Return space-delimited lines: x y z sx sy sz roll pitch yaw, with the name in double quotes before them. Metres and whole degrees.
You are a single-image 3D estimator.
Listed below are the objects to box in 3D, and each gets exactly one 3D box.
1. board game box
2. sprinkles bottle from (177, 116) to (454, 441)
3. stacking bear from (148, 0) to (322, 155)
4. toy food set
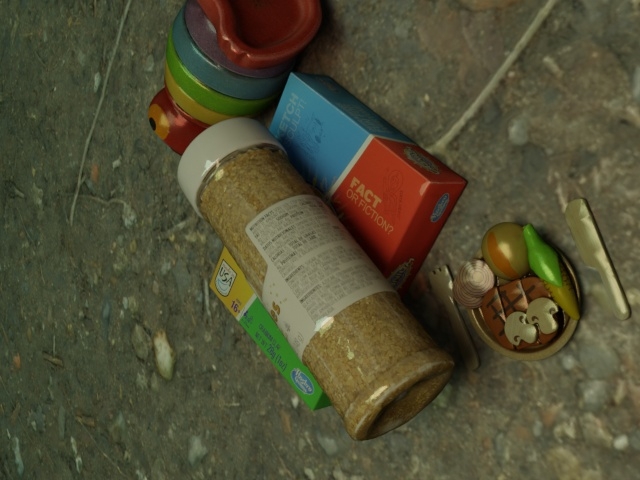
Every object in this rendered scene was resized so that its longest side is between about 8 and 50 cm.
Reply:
"board game box" 0.000 0.000 0.849 0.242 0.064 0.317 44 123 34
"sprinkles bottle" -0.016 0.026 0.735 0.355 0.121 0.121 52 127 29
"stacking bear" -0.130 -0.208 0.901 0.175 0.164 0.289 57 141 11
"toy food set" 0.183 0.051 0.686 0.192 0.038 0.133 -33 71 42
